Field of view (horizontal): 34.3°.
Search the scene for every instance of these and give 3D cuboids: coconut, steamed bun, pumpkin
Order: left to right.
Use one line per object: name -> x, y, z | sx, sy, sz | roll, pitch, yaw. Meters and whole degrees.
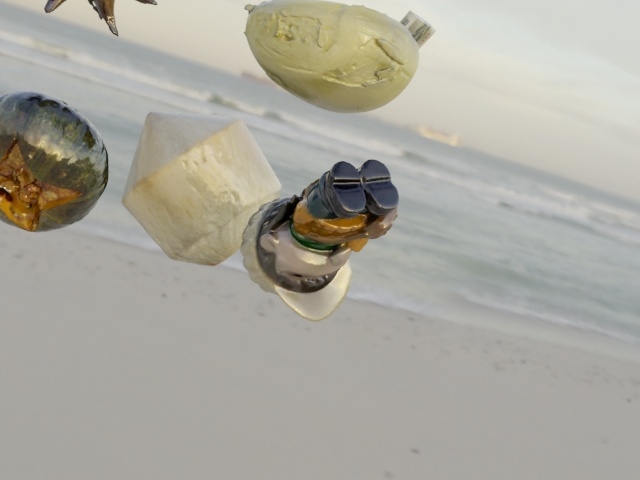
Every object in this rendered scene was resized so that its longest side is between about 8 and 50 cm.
pumpkin -> -0.439, -0.124, 1.603 | 0.237, 0.238, 0.159 | 16, 50, -8
coconut -> -0.243, -0.120, 2.045 | 0.328, 0.329, 0.329 | 17, 7, -2
steamed bun -> 0.008, -0.302, 1.716 | 0.272, 0.166, 0.232 | 11, 5, 26

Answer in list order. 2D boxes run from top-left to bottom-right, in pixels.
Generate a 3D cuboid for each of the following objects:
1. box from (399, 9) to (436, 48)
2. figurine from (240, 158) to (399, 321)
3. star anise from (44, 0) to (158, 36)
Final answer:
box -> 0.168, -0.376, 1.866 | 0.024, 0.054, 0.083 | 51, 19, 26
figurine -> -0.006, -0.029, 1.670 | 0.185, 0.332, 0.205 | -5, 52, -30
star anise -> -0.366, -0.464, 1.668 | 0.272, 0.272, 0.102 | 12, 1, -35
